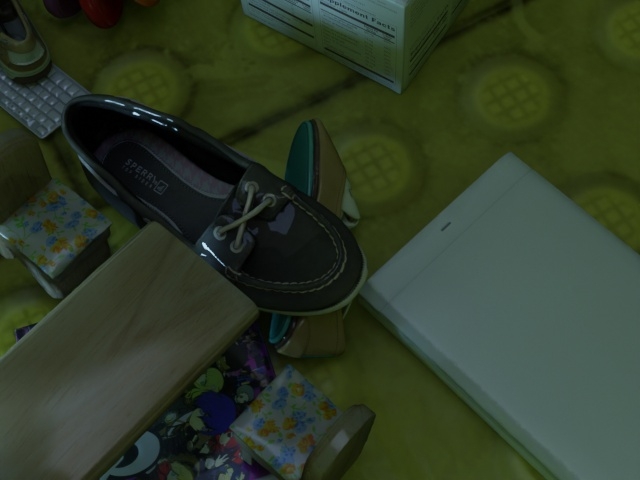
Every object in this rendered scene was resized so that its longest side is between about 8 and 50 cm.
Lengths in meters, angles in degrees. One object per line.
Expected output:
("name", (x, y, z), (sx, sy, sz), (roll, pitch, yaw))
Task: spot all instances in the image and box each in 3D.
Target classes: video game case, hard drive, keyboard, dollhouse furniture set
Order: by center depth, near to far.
("dollhouse furniture set", (-0.215, 0.134, 0.686), (0.362, 0.256, 0.394), (38, 67, 15))
("video game case", (-0.136, 0.152, 0.860), (0.210, 0.042, 0.232), (-17, 65, -6))
("hard drive", (0.211, 0.084, 0.871), (0.203, 0.040, 0.307), (-42, 69, -15))
("keyboard", (-0.350, -0.197, 1.053), (0.256, 0.014, 0.072), (37, 72, 18))

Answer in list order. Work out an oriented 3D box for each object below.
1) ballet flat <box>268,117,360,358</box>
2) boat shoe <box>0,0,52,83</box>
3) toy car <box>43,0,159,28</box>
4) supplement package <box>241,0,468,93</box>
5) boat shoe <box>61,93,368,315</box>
("ballet flat", (0.000, 0.000, 0.918), (0.073, 0.080, 0.232), (15, 66, -20))
("boat shoe", (-0.342, -0.246, 1.033), (0.068, 0.072, 0.190), (-39, 68, -20))
("toy car", (-0.241, -0.292, 1.035), (0.182, 0.159, 0.136), (20, 104, 12))
("supplement package", (0.065, -0.323, 1.013), (0.204, 0.145, 0.262), (30, 70, 16))
("boat shoe", (-0.109, -0.036, 0.872), (0.335, 0.095, 0.112), (29, 80, 33))
